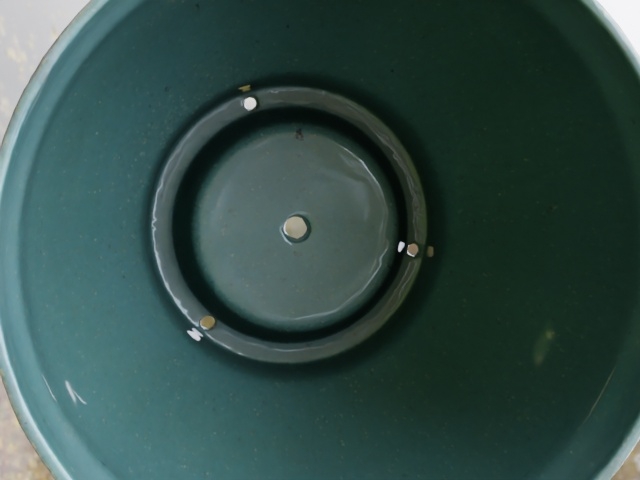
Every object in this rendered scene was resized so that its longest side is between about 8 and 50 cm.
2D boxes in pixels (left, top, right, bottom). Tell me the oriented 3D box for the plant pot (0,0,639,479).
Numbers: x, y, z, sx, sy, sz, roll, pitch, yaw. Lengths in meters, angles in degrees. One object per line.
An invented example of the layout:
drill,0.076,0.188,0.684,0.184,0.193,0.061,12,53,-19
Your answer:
plant pot,0.000,0.000,0.492,0.196,0.293,0.293,-148,-136,-79
